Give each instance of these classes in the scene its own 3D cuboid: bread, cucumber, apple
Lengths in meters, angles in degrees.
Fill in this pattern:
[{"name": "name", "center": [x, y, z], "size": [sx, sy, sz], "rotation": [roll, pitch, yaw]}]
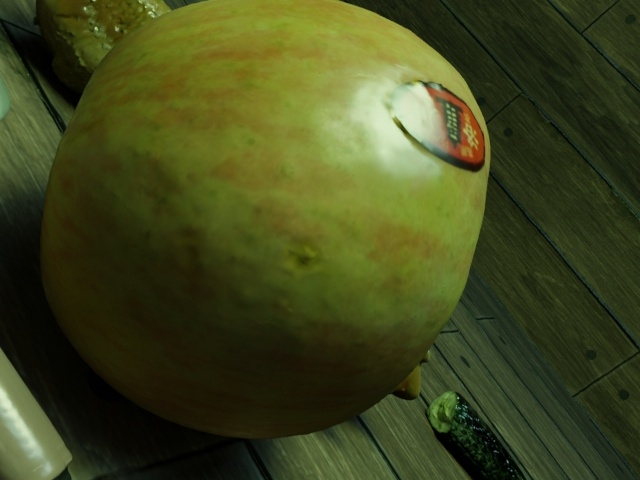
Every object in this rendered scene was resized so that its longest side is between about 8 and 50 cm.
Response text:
[{"name": "bread", "center": [-0.270, -0.260, 0.943], "size": [0.246, 0.176, 0.195], "rotation": [44, 5, -6]}, {"name": "cucumber", "center": [0.275, 0.361, 1.138], "size": [0.241, 0.074, 0.074], "rotation": [50, 16, -2]}, {"name": "apple", "center": [-0.051, -0.024, 0.622], "size": [0.347, 0.391, 0.391], "rotation": [19, 22, -6]}]

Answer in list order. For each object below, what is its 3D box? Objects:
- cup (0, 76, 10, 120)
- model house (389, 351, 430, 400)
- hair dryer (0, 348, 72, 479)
[{"name": "cup", "center": [-0.361, -0.224, 0.454], "size": [0.347, 0.163, 0.347], "rotation": [26, 13, -6]}, {"name": "model house", "center": [-0.002, 0.100, 0.881], "size": [0.229, 0.199, 0.220], "rotation": [4, 0, -37]}, {"name": "hair dryer", "center": [-0.253, 0.054, 0.464], "size": [0.344, 0.107, 0.189], "rotation": [58, 14, -2]}]
